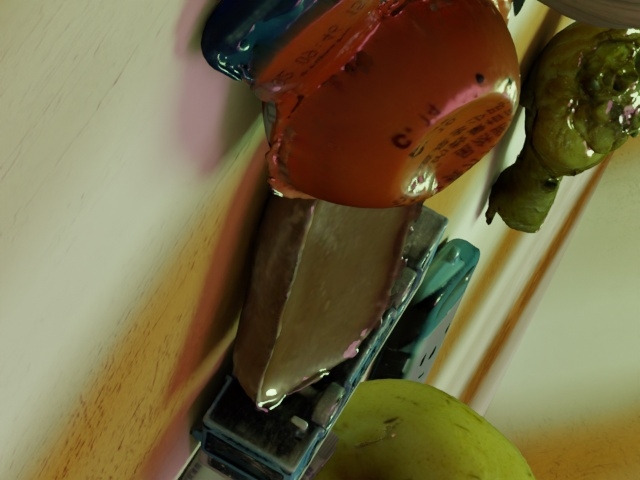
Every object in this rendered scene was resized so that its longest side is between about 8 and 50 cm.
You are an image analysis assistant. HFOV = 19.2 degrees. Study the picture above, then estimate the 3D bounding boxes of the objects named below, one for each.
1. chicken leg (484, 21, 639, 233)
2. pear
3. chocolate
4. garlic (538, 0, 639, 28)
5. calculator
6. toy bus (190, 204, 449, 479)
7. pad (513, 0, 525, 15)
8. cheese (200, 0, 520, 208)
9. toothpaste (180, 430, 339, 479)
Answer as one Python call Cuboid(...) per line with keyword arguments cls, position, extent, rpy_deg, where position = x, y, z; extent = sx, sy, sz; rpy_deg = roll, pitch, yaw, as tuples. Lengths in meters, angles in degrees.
Cuboid(cls="chicken leg", position=(0.307, -0.135, 2.393), extent=(0.201, 0.152, 0.429), rpy_deg=(-63, 179, -33))
Cuboid(cls="pear", position=(0.060, 0.309, 1.881), extent=(0.348, 0.348, 0.348), rpy_deg=(-57, 168, -20))
Cuboid(cls="chocolate", position=(-0.001, 0.001, 1.513), extent=(0.161, 0.083, 0.261), rpy_deg=(-22, 140, -44))
Cuboid(cls="garlic", position=(0.185, -0.277, 1.179), extent=(0.259, 0.317, 0.317), rpy_deg=(-25, 163, -3))
Cuboid(cls="calculator", position=(0.124, 0.120, 2.406), extent=(0.173, 0.051, 0.293), rpy_deg=(-43, 158, -54))
Cuboid(cls="toy bus", position=(0.002, 0.088, 1.681), extent=(0.297, 0.106, 0.131), rpy_deg=(-56, 171, -30))
Cuboid(cls="pad", position=(0.251, -0.334, 2.012), extent=(0.193, 0.004, 0.116), rpy_deg=(-60, 168, -4))
Cuboid(cls="cheese", position=(0.032, -0.111, 1.247), extent=(0.217, 0.129, 0.329), rpy_deg=(-44, 157, 10))
Cuboid(cls="toothpaste", position=(-0.090, 0.251, 1.685), extent=(0.282, 0.068, 0.099), rpy_deg=(-53, 140, -27))
